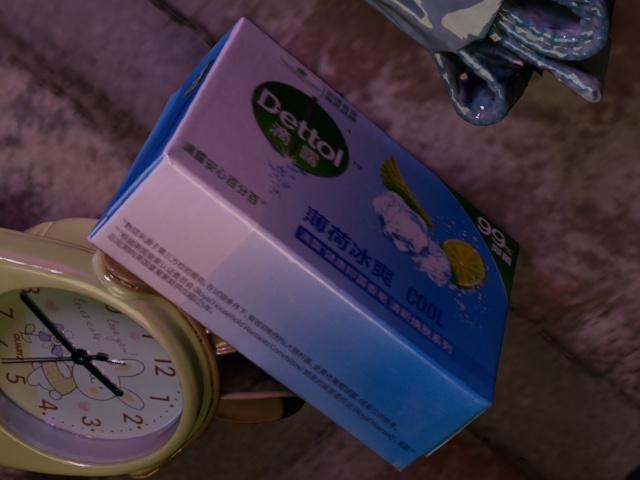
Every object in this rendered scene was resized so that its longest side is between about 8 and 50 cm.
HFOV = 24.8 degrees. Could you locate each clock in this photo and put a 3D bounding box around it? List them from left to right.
[{"bbox_3d":[-0.125,0.062,0.848,0.232,0.069,0.170,7,126,9],"label":"clock"}]

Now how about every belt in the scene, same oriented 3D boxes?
[{"bbox_3d":[0.002,-0.154,0.653,0.302,0.072,0.087,32,123,-6],"label":"belt"}]

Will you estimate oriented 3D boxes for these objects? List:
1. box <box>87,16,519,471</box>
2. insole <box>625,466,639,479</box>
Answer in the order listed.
[{"bbox_3d":[0.000,0.001,0.721,0.194,0.139,0.073,38,125,-13],"label":"box"},{"bbox_3d":[0.190,0.187,0.889,0.080,0.003,0.232,34,127,-9],"label":"insole"}]
